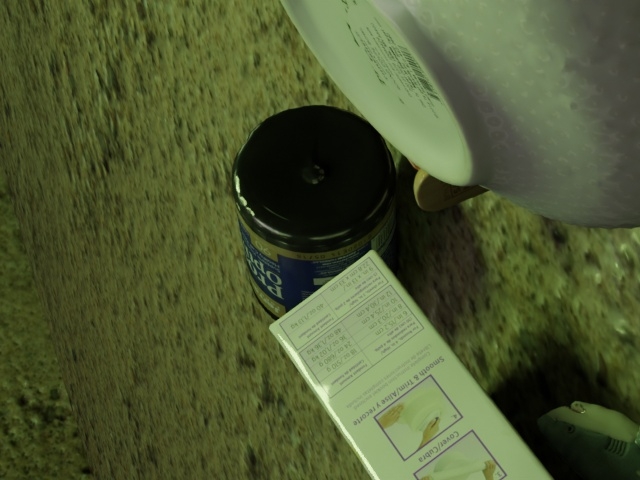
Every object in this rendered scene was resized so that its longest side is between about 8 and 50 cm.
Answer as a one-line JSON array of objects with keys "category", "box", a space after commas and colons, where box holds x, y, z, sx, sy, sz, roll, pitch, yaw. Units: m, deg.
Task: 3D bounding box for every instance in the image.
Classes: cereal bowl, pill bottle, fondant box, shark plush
[{"category": "cereal bowl", "box": [0.074, -0.133, 0.815, 0.339, 0.141, 0.339, 49, 170, 11]}, {"category": "pill bottle", "box": [0.000, 0.000, 1.267, 0.122, 0.123, 0.219, 61, 169, 27]}, {"category": "fondant box", "box": [0.116, 0.191, 1.070, 0.330, 0.096, 0.238, 52, 178, 40]}, {"category": "shark plush", "box": [0.198, 0.173, 1.015, 0.161, 0.067, 0.073, 68, 158, 11]}]

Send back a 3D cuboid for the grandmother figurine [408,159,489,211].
[{"category": "grandmother figurine", "box": [0.023, -0.172, 1.142, 0.207, 0.104, 0.342, 81, 163, -53]}]
